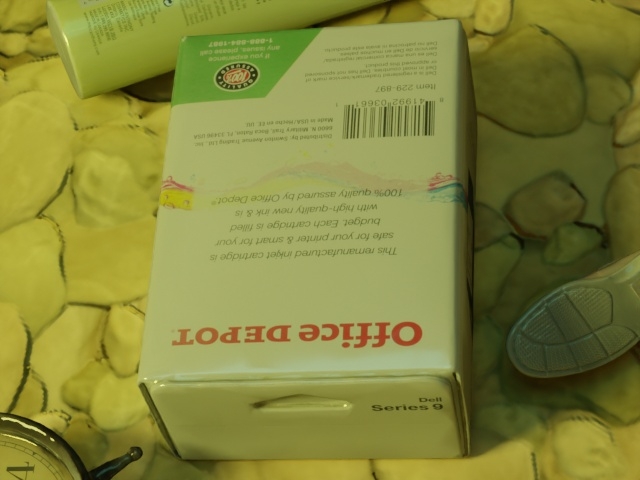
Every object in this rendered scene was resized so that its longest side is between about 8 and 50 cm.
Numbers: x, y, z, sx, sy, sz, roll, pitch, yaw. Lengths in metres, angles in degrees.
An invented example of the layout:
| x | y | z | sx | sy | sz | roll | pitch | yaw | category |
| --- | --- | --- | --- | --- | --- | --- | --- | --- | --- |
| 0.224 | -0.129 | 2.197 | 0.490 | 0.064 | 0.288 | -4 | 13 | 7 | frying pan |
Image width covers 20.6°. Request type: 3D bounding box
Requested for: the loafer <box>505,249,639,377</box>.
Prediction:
| x | y | z | sx | sy | sz | roll | pitch | yaw | category |
| --- | --- | --- | --- | --- | --- | --- | --- | --- | --- |
| 0.147 | 0.032 | 0.888 | 0.125 | 0.039 | 0.045 | -30 | 90 | -7 | loafer |

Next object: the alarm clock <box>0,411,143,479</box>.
| x | y | z | sx | sy | sz | roll | pitch | yaw | category |
| --- | --- | --- | --- | --- | --- | --- | --- | --- | --- |
| -0.183 | 0.151 | 0.844 | 0.192 | 0.064 | 0.129 | 1 | 58 | 8 | alarm clock |

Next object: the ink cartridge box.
| x | y | z | sx | sy | sz | roll | pitch | yaw | category |
| --- | --- | --- | --- | --- | --- | --- | --- | --- | --- |
| 0.000 | 0.000 | 0.895 | 0.154 | 0.093 | 0.212 | -2 | 55 | 9 | ink cartridge box |

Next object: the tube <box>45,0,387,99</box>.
| x | y | z | sx | sy | sz | roll | pitch | yaw | category |
| --- | --- | --- | --- | --- | --- | --- | --- | --- | --- |
| -0.037 | -0.147 | 1.023 | 0.240 | 0.062 | 0.070 | -21 | 100 | -10 | tube |
